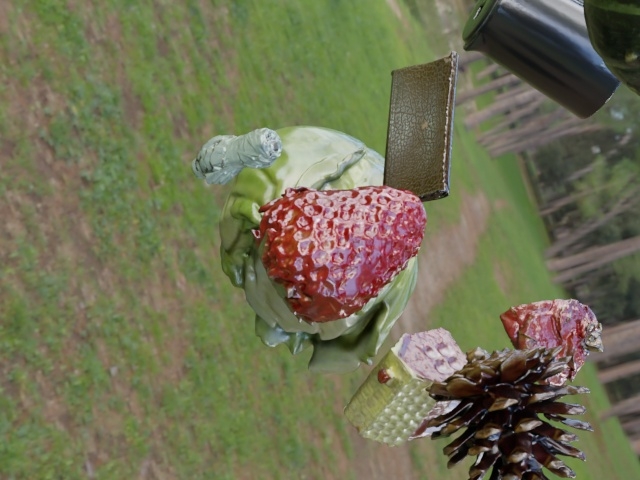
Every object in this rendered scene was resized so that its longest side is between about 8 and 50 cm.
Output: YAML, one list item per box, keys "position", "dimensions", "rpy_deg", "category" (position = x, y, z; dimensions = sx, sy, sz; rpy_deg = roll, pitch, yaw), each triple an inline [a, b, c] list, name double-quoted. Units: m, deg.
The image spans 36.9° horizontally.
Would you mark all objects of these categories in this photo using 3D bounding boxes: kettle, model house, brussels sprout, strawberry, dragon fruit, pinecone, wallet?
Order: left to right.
- position: [0.015, -0.010, 1.753]
  dimensions: [0.361, 0.342, 0.425]
  rpy_deg: [-52, 143, -39]
  category: "brussels sprout"
- position: [0.037, 0.004, 1.377]
  dimensions: [0.205, 0.244, 0.205]
  rpy_deg: [63, -4, 8]
  category: "strawberry"
- position: [0.168, 0.291, 1.893]
  dimensions: [0.254, 0.196, 0.160]
  rpy_deg: [4, 41, -47]
  category: "model house"
- position: [0.158, -0.171, 1.513]
  dimensions: [0.039, 0.133, 0.243]
  rpy_deg: [25, 63, -42]
  category: "wallet"
- position: [0.293, 0.287, 1.479]
  dimensions: [0.264, 0.264, 0.264]
  rpy_deg: [-18, 90, -78]
  category: "pinecone"
- position: [0.477, -0.433, 1.944]
  dimensions: [0.308, 0.262, 0.203]
  rpy_deg: [29, 23, -8]
  category: "kettle"
- position: [0.613, 0.270, 2.420]
  dimensions: [0.317, 0.205, 0.152]
  rpy_deg: [42, 27, -43]
  category: "dragon fruit"

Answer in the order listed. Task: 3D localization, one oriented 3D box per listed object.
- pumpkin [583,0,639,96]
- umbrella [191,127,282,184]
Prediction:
- position: [0.533, -0.350, 1.361]
  dimensions: [0.241, 0.323, 0.323]
  rpy_deg: [-109, 177, -68]
  category: "pumpkin"
- position: [-0.112, -0.109, 1.252]
  dimensions: [0.062, 0.143, 0.067]
  rpy_deg: [27, 57, -49]
  category: "umbrella"
